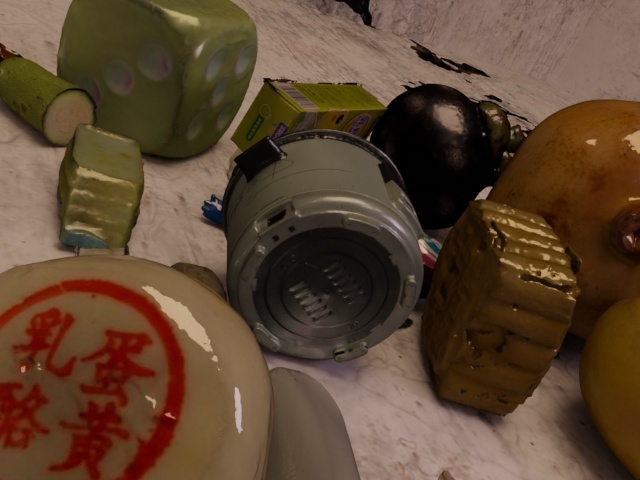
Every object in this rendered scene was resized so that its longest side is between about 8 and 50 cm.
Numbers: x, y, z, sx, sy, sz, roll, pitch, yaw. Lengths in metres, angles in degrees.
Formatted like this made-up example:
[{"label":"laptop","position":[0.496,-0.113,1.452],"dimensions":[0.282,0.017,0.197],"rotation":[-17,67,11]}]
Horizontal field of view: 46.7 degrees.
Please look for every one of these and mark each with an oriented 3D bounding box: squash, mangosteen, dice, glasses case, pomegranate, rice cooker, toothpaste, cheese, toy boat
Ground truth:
[{"label":"squash","position":[-0.441,-0.225,1.156],"dimensions":[0.188,0.095,0.095],"rotation":[32,26,29]},{"label":"mangosteen","position":[0.224,-0.157,1.344],"dimensions":[0.287,0.288,0.233],"rotation":[-5,39,-45]},{"label":"dice","position":[-0.272,-0.302,1.251],"dimensions":[0.252,0.250,0.254],"rotation":[28,26,11]},{"label":"glasses case","position":[-0.016,0.240,0.571],"dimensions":[0.083,0.128,0.308],"rotation":[39,16,-28]},{"label":"pomegranate","position":[0.457,-0.019,1.158],"dimensions":[0.416,0.417,0.417],"rotation":[19,25,-9]},{"label":"rice cooker","position":[0.000,0.000,0.901],"dimensions":[0.280,0.241,0.227],"rotation":[49,16,-28]},{"label":"toothpaste","position":[-0.009,-0.189,1.184],"dimensions":[0.077,0.110,0.327],"rotation":[42,25,15]},{"label":"cheese","position":[0.159,0.021,1.159],"dimensions":[0.155,0.062,0.244],"rotation":[36,9,18]},{"label":"toy boat","position":[-0.295,-0.084,1.001],"dimensions":[0.111,0.084,0.276],"rotation":[16,25,-20]}]

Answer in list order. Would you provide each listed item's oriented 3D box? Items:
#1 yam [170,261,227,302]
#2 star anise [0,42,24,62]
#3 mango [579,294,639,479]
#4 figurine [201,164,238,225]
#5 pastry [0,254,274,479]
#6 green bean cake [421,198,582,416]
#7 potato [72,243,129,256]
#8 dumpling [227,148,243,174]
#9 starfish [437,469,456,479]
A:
[{"label":"yam","position":[-0.137,0.112,0.736],"dimensions":[0.093,0.093,0.259],"rotation":[16,25,-14]},{"label":"star anise","position":[-0.580,-0.313,1.246],"dimensions":[0.212,0.053,0.157],"rotation":[32,26,14]},{"label":"mango","position":[0.506,0.244,0.873],"dimensions":[0.301,0.221,0.445],"rotation":[4,35,-40]},{"label":"figurine","position":[-0.038,-0.053,1.108],"dimensions":[0.262,0.121,0.164],"rotation":[29,27,13]},{"label":"pastry","position":[-0.158,0.130,0.534],"dimensions":[0.264,0.265,0.133],"rotation":[26,-14,6]},{"label":"green bean cake","position":[0.218,0.076,0.953],"dimensions":[0.131,0.224,0.230],"rotation":[16,24,-6]},{"label":"potato","position":[-0.229,0.062,0.775],"dimensions":[0.061,0.086,0.122],"rotation":[0,32,-14]},{"label":"dumpling","position":[-0.059,-0.120,1.250],"dimensions":[0.169,0.100,0.134],"rotation":[10,32,-27]},{"label":"starfish","position":[0.228,0.334,0.570],"dimensions":[0.383,0.132,0.398],"rotation":[22,40,19]}]
